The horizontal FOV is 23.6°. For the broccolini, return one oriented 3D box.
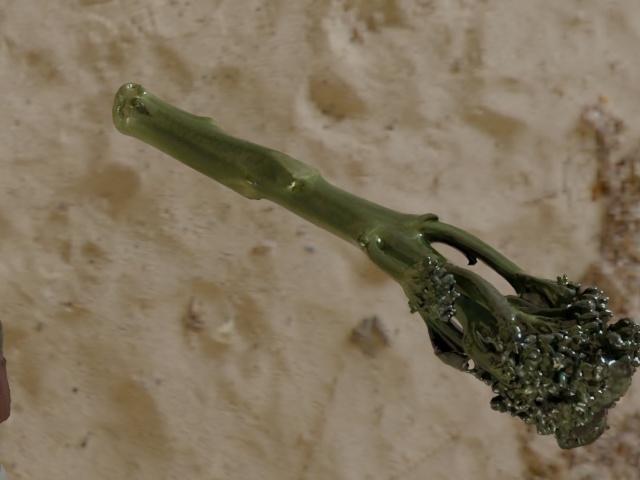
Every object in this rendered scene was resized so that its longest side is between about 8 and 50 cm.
[{"bbox_3d":[0.002,-0.005,0.828,0.078,0.392,0.074,-55,143,-11],"label":"broccolini"}]

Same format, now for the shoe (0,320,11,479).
[{"bbox_3d":[-0.223,0.036,0.670,0.099,0.228,0.125,-27,140,-56],"label":"shoe"}]
